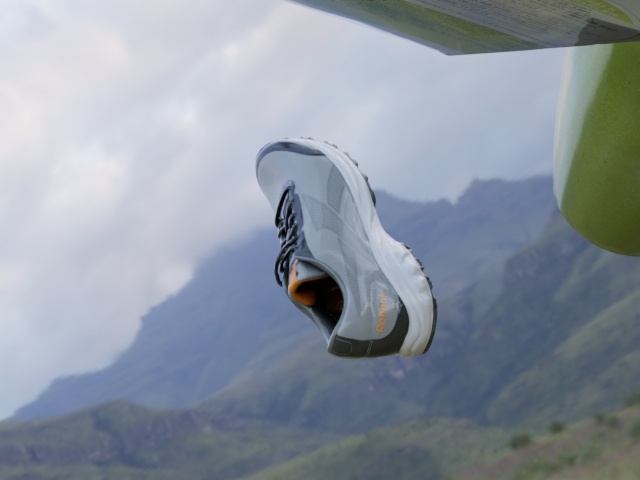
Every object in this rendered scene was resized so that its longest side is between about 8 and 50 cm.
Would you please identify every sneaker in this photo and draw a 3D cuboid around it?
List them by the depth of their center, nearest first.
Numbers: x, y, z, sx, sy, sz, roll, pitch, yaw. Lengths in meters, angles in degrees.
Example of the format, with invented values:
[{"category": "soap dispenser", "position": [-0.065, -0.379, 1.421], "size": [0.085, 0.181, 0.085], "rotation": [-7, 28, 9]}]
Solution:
[{"category": "sneaker", "position": [0.000, 0.000, 1.090], "size": [0.108, 0.271, 0.100], "rotation": [-9, -45, -28]}]

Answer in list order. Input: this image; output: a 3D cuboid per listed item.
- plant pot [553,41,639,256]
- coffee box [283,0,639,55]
[{"category": "plant pot", "position": [0.328, -0.126, 1.099], "size": [0.274, 0.275, 0.294], "rotation": [-21, -29, -27]}, {"category": "coffee box", "position": [0.047, -0.316, 0.689], "size": [0.338, 0.338, 0.334], "rotation": [15, 1, -21]}]
